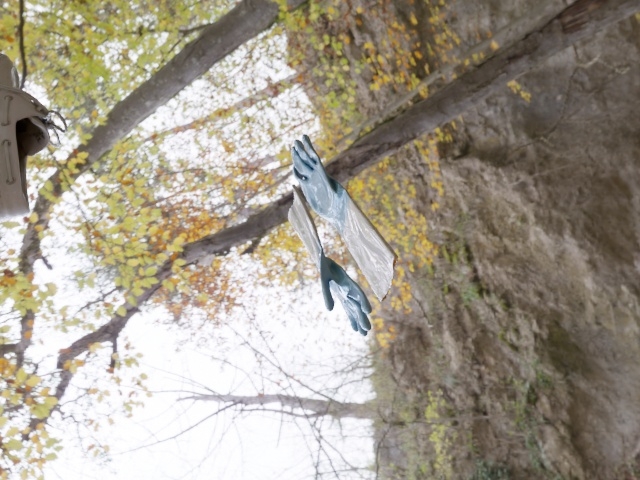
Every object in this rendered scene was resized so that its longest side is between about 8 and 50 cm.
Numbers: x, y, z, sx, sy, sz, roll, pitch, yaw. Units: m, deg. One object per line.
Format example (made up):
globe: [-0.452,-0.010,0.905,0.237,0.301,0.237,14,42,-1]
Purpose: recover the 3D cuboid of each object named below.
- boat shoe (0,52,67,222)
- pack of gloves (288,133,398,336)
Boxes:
boat shoe: [-0.505,-0.186,0.890,0.156,0.136,0.367,-5,-127,-15]
pack of gloves: [0.000,0.000,0.648,0.046,0.195,0.232,-21,-124,-18]
